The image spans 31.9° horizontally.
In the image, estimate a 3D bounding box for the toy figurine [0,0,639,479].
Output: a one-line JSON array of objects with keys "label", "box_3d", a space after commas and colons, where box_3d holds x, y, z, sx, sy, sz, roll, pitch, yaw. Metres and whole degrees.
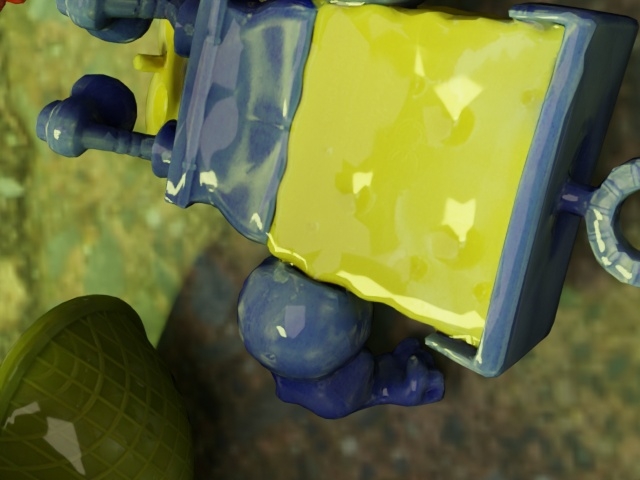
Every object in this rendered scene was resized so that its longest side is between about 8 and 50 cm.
[{"label": "toy figurine", "box_3d": [0.000, 0.000, 0.330, 0.217, 0.191, 0.363, 16, 103, 15]}]
